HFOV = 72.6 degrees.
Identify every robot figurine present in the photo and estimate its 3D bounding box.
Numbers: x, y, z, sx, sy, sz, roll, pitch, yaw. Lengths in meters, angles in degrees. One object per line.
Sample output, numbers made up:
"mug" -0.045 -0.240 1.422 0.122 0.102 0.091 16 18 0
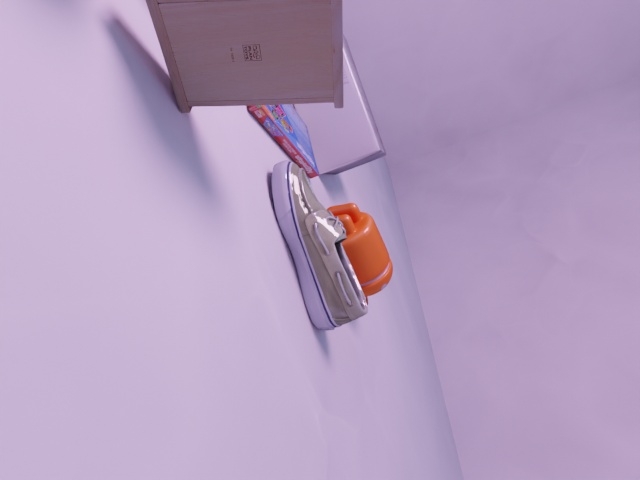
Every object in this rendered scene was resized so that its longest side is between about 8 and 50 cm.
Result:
"robot figurine" 0.077 0.027 0.919 0.219 0.128 0.158 63 -2 -27

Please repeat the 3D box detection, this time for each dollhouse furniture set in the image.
"dollhouse furniture set" -0.074 -0.343 0.540 0.286 0.198 0.303 86 4 -47

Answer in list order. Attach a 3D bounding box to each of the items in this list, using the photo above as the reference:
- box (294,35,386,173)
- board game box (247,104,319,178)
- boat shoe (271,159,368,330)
"box" 0.036 -0.365 1.165 0.215 0.168 0.345 -31 101 -75
"board game box" -0.079 -0.251 0.902 0.281 0.027 0.145 41 32 -61
"boat shoe" 0.000 0.000 0.749 0.109 0.094 0.302 -7 79 -74
